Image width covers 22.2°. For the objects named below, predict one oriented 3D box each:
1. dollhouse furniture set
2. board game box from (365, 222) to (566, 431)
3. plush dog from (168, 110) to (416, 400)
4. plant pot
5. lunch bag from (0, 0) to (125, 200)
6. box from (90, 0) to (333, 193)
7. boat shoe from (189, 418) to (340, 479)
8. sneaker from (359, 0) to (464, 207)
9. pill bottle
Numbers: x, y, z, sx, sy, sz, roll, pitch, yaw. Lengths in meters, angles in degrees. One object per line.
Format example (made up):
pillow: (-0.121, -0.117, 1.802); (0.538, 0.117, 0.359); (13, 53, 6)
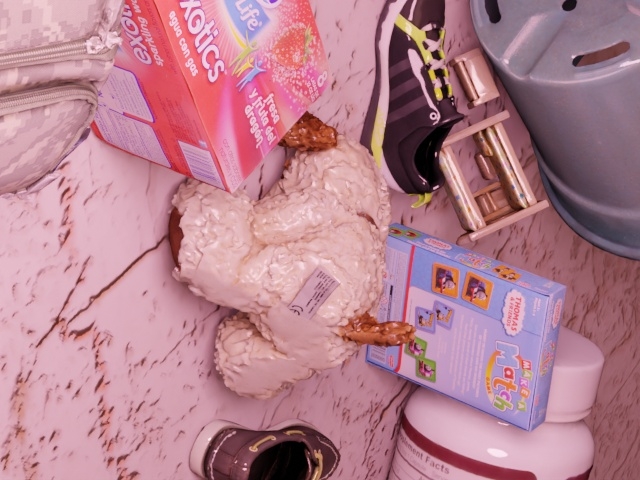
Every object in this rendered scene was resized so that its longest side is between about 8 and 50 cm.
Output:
dollhouse furniture set: (0.148, -0.096, 1.761); (0.101, 0.161, 0.182); (-24, 91, -5)
board game box: (0.148, 0.089, 1.705); (0.039, 0.211, 0.160); (-24, 128, -47)
plush dog: (0.000, 0.000, 1.491); (0.262, 0.210, 0.225); (69, 29, -46)
plant pot: (0.330, -0.197, 1.700); (0.341, 0.341, 0.334); (-62, 144, -10)
lunch bag: (-0.275, -0.121, 0.992); (0.305, 0.212, 0.256); (-20, 141, -48)
box: (-0.120, -0.200, 1.208); (0.142, 0.154, 0.300); (-50, 142, -27)
boat shoe: (-0.040, 0.227, 1.645); (0.227, 0.068, 0.081); (13, 98, -57)
sneaker: (0.108, -0.150, 1.615); (0.084, 0.097, 0.235); (-18, 123, -51)
pill bottle: (0.186, 0.290, 1.869); (0.224, 0.224, 0.392); (-8, 115, -53)
